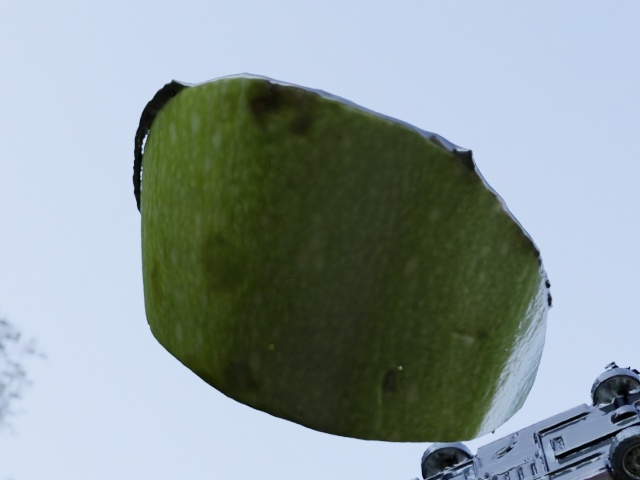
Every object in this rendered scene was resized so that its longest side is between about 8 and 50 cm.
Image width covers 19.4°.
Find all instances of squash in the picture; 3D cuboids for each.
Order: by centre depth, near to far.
[{"bbox_3d":[-0.009,0.021,0.757,0.192,0.085,0.184,17,-30,15],"label":"squash"}]

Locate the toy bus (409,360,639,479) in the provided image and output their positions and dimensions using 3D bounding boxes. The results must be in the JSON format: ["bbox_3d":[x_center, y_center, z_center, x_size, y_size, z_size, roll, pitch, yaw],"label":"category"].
[{"bbox_3d":[0.146,0.157,1.098,0.199,0.096,0.108,-24,-70,9],"label":"toy bus"}]
